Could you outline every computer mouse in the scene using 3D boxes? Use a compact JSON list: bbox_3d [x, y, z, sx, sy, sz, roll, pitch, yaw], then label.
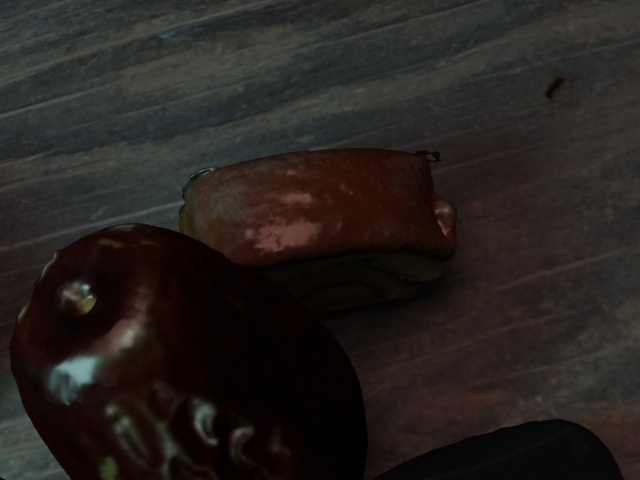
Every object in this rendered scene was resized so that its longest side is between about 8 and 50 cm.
[{"bbox_3d":[0.101,0.223,0.868,0.270,0.086,0.137,-14,91,-20],"label":"computer mouse"}]

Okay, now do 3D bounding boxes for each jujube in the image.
[{"bbox_3d":[-0.089,0.120,0.874,0.223,0.318,0.223,-16,51,21],"label":"jujube"}]

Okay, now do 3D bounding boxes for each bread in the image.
[{"bbox_3d":[0.000,-0.006,1.023,0.244,0.190,0.123,-13,65,-2],"label":"bread"}]

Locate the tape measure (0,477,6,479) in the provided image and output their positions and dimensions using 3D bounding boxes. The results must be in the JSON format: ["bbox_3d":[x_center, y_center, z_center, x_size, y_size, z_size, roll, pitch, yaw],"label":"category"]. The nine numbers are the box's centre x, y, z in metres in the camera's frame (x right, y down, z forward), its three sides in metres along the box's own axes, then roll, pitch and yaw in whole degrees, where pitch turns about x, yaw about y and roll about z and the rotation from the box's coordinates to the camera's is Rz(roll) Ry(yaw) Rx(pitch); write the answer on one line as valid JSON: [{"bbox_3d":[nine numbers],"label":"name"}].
[{"bbox_3d":[-0.197,0.312,0.833,0.253,0.114,0.260,-1,91,51],"label":"tape measure"}]
